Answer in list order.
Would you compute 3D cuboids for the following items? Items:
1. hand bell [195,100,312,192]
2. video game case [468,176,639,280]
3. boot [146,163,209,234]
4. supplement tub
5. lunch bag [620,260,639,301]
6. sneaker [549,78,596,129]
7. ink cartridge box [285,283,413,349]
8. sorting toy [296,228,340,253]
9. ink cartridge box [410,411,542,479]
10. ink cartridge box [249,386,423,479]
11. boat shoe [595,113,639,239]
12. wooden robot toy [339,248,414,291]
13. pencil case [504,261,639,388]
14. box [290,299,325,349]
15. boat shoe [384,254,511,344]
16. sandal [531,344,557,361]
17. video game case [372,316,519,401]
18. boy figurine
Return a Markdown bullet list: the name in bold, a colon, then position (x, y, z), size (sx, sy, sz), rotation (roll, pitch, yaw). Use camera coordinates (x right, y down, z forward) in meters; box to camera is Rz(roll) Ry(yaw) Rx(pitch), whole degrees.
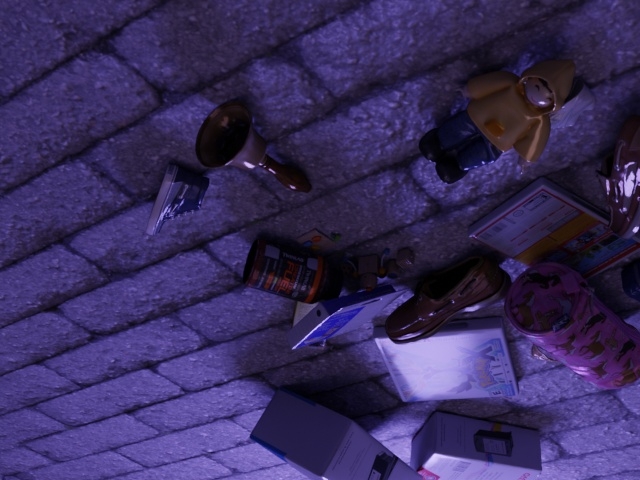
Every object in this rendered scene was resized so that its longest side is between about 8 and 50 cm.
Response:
- **hand bell**: position (-0.096, -0.140, 1.593), size (0.126, 0.126, 0.242), rotation (-20, 149, 30)
- **video game case**: position (0.461, -0.008, 1.733), size (0.285, 0.025, 0.204), rotation (25, 139, -24)
- **boot**: position (-0.277, -0.064, 1.719), size (0.086, 0.069, 0.190), rotation (19, 140, -12)
- **supplement tub**: position (-0.054, 0.069, 1.839), size (0.197, 0.106, 0.106), rotation (16, 142, -13)
- **lunch bag**: position (0.663, 0.085, 1.794), size (0.098, 0.067, 0.065), rotation (24, 140, -24)
- **sneaker**: position (0.383, -0.201, 1.461), size (0.061, 0.054, 0.152), rotation (29, 137, -32)
- **ink cartridge box**: position (0.058, 0.146, 1.861), size (0.206, 0.045, 0.208), rotation (-12, 159, -41)
- **sorting toy**: position (0.000, 0.000, 1.816), size (0.083, 0.012, 0.062), rotation (-26, 132, 36)
- **ink cartridge box**: position (0.422, 0.596, 2.458), size (0.306, 0.131, 0.226), rotation (12, 143, -9)
- **ink cartridge box**: position (0.049, 0.578, 2.367), size (0.285, 0.166, 0.395), rotation (16, 158, 45)
- **boat shoe**: position (0.538, -0.114, 1.526), size (0.116, 0.123, 0.324), rotation (33, 158, 19)
- **wooden robot toy**: position (0.113, 0.075, 1.845), size (0.173, 0.079, 0.076), rotation (-11, 140, 22)
- **pencil case**: position (0.537, 0.184, 1.841), size (0.167, 0.160, 0.386), rotation (26, 174, 47)
- **box**: position (-0.018, 0.162, 1.998), size (0.087, 0.058, 0.232), rotation (7, 143, -2)
- **boat shoe**: position (0.244, 0.115, 1.871), size (0.307, 0.111, 0.104), rotation (-33, 126, 28)
- **sandal**: position (0.520, 0.251, 2.020), size (0.079, 0.088, 0.240), rotation (-26, 139, 30)
- **video game case**: position (0.309, 0.294, 2.149), size (0.299, 0.036, 0.329), rotation (-6, 142, 16)
- **boy figurine**: position (0.295, -0.189, 1.422), size (0.285, 0.092, 0.177), rotation (-30, 95, 47)
